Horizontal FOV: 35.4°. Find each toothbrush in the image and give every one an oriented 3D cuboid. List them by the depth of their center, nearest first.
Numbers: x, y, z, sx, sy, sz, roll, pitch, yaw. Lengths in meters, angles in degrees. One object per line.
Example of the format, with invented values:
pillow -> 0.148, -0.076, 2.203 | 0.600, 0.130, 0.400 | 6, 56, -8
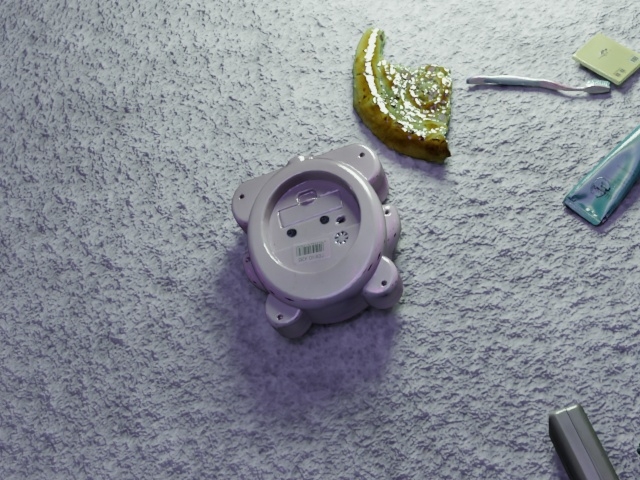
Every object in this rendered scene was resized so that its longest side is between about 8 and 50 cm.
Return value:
toothbrush -> 0.404, -0.294, 1.875 | 0.269, 0.021, 0.027 | 7, 45, 21

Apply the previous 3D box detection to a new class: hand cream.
hand cream -> 0.519, -0.127, 1.733 | 0.083, 0.048, 0.224 | 39, 84, 29

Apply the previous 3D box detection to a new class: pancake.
pancake -> 0.165, -0.285, 1.935 | 0.197, 0.054, 0.376 | -33, 57, -2

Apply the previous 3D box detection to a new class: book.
book -> 0.533, -0.336, 1.855 | 0.077, 0.014, 0.111 | -40, 56, -15

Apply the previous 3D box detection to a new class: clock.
clock -> 0.000, 0.000, 1.795 | 0.296, 0.113, 0.322 | -19, 59, 8

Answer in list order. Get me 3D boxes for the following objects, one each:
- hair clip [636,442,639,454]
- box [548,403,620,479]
hair clip -> 0.602, 0.309, 1.449 | 0.275, 0.048, 0.083 | -7, 64, 16
box -> 0.404, 0.362, 1.451 | 0.055, 0.103, 0.243 | -20, 56, 0
